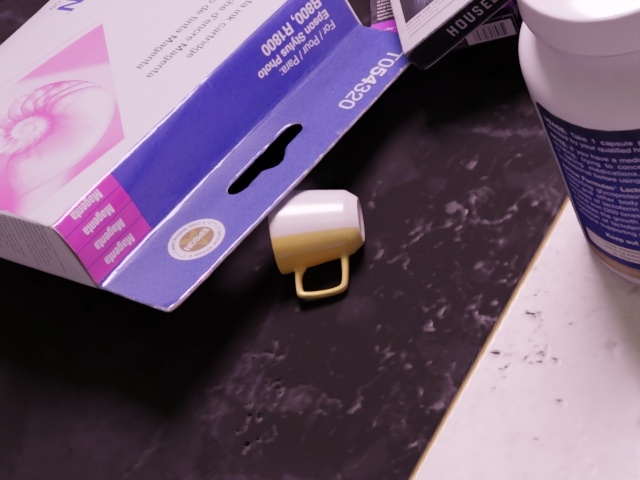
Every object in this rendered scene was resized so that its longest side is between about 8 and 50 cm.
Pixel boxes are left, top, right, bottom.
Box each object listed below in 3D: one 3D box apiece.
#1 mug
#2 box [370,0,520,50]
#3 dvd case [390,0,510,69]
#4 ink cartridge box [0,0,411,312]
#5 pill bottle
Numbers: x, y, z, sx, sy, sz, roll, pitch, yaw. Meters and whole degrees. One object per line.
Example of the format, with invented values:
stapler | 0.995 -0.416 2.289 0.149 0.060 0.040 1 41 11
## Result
mug | 0.000 -0.003 1.392 0.064 0.078 0.062 -9 18 7
box | 0.098 -0.217 1.527 0.116 0.029 0.162 -12 51 16
dvd case | 0.119 -0.259 1.454 0.179 0.029 0.238 -39 37 23
ink cartridge box | -0.138 -0.107 1.465 0.330 0.071 0.324 14 50 41
pill bottle | 0.214 -0.099 1.221 0.153 0.264 0.153 -12 50 15
